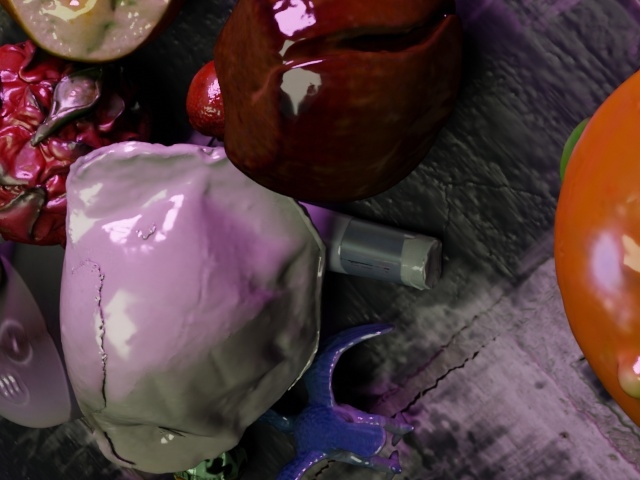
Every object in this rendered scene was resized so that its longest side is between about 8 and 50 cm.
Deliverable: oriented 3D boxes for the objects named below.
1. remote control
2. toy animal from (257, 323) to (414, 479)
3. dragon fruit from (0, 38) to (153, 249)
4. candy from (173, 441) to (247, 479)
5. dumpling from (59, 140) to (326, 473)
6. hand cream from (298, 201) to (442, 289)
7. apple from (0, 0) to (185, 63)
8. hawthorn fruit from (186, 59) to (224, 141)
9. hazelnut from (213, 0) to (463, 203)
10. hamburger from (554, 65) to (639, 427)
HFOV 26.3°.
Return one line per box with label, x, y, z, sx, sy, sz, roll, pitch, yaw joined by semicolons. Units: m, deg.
remote control;-0.310;0.100;1.575;0.332;0.103;0.221;-22;95;37
toy animal;0.001;0.199;1.390;0.176;0.239;0.255;13;167;-3
dragon fruit;-0.284;-0.087;1.427;0.234;0.234;0.293;47;160;5
candy;-0.128;0.142;1.509;0.083;0.091;0.306;-3;102;-1
dumpling;-0.121;0.071;1.326;0.260;0.181;0.341;-4;95;-7
hand cream;0.000;0.000;1.363;0.255;0.048;0.079;14;114;30
apple;-0.216;-0.270;1.295;0.195;0.160;0.173;-2;135;-8
hawthorn fruit;-0.087;-0.139;1.331;0.093;0.093;0.093;14;119;27
hazelnut;0.016;-0.151;1.196;0.218;0.218;0.234;31;134;17
hamburger;0.358;-0.010;0.977;0.395;0.277;0.396;13;119;26
